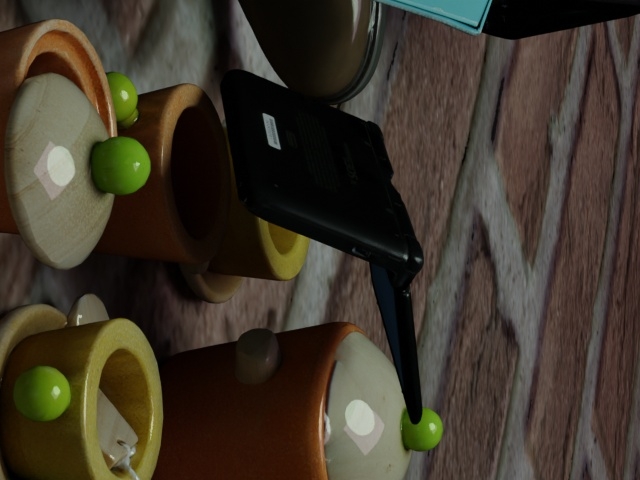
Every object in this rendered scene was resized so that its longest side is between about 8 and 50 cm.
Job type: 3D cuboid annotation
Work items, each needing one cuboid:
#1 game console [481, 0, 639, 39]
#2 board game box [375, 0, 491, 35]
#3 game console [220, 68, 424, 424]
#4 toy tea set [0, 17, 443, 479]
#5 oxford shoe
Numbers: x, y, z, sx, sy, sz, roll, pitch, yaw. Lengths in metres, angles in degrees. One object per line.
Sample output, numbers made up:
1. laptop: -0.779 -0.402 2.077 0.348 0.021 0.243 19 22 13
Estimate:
1. game console: 0.142 -0.309 1.103 0.213 0.044 0.361 -15 96 -25
2. board game box: 0.009 -0.262 0.634 0.254 0.079 0.336 10 106 -44
3. game console: 0.000 0.000 0.738 0.071 0.107 0.122 -61 -161 22
4. toy tea set: -0.039 0.022 0.730 0.336 0.124 0.200 18 70 -69
5. oxford shoe: -0.033 -0.167 0.863 0.096 0.083 0.227 -35 110 -60
